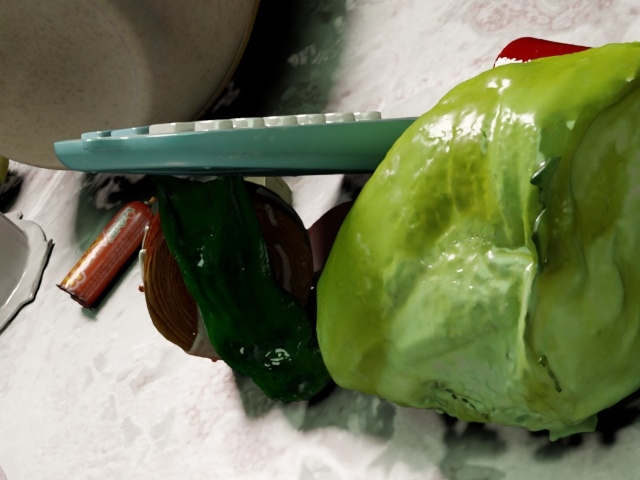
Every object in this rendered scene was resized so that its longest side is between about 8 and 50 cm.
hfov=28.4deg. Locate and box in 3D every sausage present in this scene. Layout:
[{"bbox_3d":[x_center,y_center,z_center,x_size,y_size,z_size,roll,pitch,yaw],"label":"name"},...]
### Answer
[{"bbox_3d":[-0.225,0.008,1.380,0.145,0.048,0.050,-52,-3,-16],"label":"sausage"}]

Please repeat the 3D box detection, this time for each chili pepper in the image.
[{"bbox_3d":[-0.067,0.036,1.028,0.098,0.224,0.061,-18,23,30],"label":"chili pepper"}]

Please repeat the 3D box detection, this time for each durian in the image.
[{"bbox_3d":[0.132,0.000,0.889,0.340,0.204,0.255,-3,62,45],"label":"durian"}]

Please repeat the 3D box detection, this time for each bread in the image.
[{"bbox_3d":[-0.083,0.026,1.114,0.160,0.160,0.073,-39,27,6],"label":"bread"}]

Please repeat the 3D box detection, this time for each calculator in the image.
[{"bbox_3d":[-0.035,-0.081,1.067,0.256,0.386,0.054,1,94,46],"label":"calculator"}]

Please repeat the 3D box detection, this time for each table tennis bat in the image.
[{"bbox_3d":[0.000,0.000,1.183,0.155,0.019,0.098,1,53,43],"label":"table tennis bat"}]

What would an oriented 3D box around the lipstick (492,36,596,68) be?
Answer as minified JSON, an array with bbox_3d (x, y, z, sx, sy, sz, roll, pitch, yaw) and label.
[{"bbox_3d":[0.240,-0.117,1.014,0.080,0.080,0.241,-52,35,-14],"label":"lipstick"}]

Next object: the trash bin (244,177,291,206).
[{"bbox_3d":[-0.077,-0.026,1.271,0.092,0.043,0.061,-31,36,23],"label":"trash bin"}]

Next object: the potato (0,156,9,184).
[{"bbox_3d":[-0.523,-0.092,1.683,0.253,0.148,0.186,-23,13,49],"label":"potato"}]

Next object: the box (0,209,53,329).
[{"bbox_3d":[-0.502,0.022,1.501,0.291,0.206,0.262,-45,33,-8],"label":"box"}]

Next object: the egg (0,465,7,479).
[{"bbox_3d":[-0.357,0.275,1.120,0.206,0.162,0.271,-67,-8,19],"label":"egg"}]

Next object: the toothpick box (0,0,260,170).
[{"bbox_3d":[-0.269,-0.319,1.466,0.409,0.409,0.425,-19,34,31],"label":"toothpick box"}]
